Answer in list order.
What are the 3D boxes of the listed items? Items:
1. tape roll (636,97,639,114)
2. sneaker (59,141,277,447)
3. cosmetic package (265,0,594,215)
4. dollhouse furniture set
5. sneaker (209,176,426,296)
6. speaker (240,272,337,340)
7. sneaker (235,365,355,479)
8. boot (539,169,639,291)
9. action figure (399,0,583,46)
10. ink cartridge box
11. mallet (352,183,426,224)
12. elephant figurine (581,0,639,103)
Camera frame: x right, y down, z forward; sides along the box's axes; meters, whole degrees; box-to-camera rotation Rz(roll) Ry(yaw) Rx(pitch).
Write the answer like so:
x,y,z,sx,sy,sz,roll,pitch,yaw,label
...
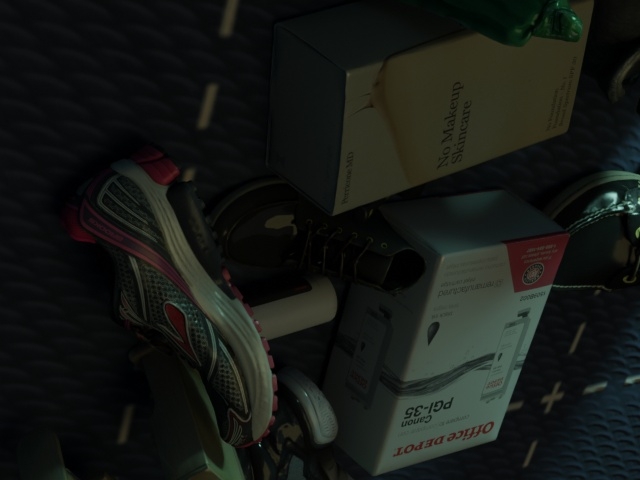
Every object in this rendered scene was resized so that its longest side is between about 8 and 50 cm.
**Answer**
x,y,z,sx,sy,sz,roll,pitch,yaw,label
0.456,-0.250,1.585,0.321,0.077,0.321,-58,178,-3,tape roll
-0.131,0.062,1.351,0.112,0.121,0.299,-30,112,-14,sneaker
0.105,-0.153,1.437,0.309,0.113,0.160,-22,133,-32,cosmetic package
-0.209,0.229,1.445,0.242,0.161,0.212,-29,140,7,dollhouse furniture set
0.000,0.000,1.446,0.222,0.118,0.083,-5,122,-42,sneaker
-0.050,0.072,1.503,0.136,0.055,0.055,-14,128,-36,speaker
-0.047,0.268,1.627,0.153,0.101,0.269,-33,131,-20,sneaker
0.440,0.037,1.762,0.377,0.284,0.138,-7,124,-41,boot
0.142,-0.229,1.317,0.137,0.232,0.063,-55,141,5,action figure
0.130,0.098,1.646,0.207,0.117,0.283,-9,125,-40,ink cartridge box
0.066,-0.045,1.481,0.190,0.039,0.062,-47,159,-55,mallet
0.310,-0.224,1.560,0.186,0.169,0.239,11,132,-17,elephant figurine
